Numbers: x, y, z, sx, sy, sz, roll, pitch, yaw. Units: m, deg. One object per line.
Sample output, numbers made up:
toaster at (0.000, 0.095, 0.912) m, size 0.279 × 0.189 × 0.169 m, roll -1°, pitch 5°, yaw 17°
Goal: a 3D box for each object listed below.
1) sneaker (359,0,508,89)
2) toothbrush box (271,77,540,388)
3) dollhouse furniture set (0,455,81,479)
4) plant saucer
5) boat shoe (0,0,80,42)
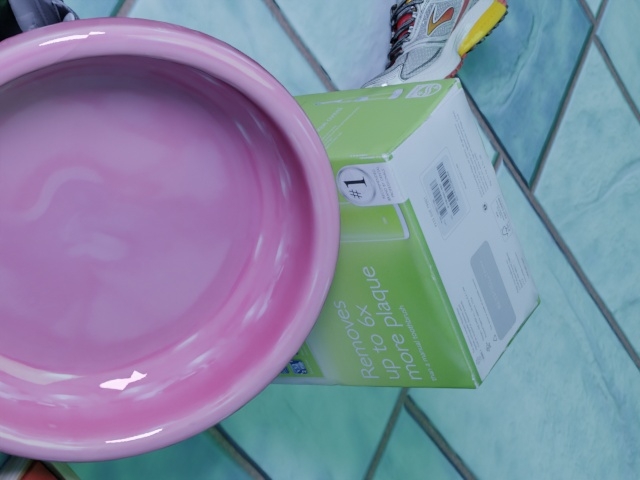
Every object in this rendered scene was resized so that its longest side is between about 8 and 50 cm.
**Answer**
sneaker at (0.094, -0.199, 1.555) m, size 0.092 × 0.088 × 0.225 m, roll 49°, pitch 49°, yaw -12°
toothbrush box at (0.000, 0.000, 1.246) m, size 0.122 × 0.283 × 0.206 m, roll -46°, pitch 124°, yaw -41°
dollhouse furniture set at (-0.210, 0.220, 1.092) m, size 0.129 × 0.129 × 0.183 m, roll 57°, pitch 48°, yaw -33°
plant saucer at (-0.153, -0.003, 1.096) m, size 0.332 × 0.084 × 0.332 m, roll -8°, pitch 120°, yaw -14°
boat shoe at (-0.212, -0.131, 1.126) m, size 0.108 × 0.102 × 0.301 m, roll -43°, pitch 121°, yaw -44°
